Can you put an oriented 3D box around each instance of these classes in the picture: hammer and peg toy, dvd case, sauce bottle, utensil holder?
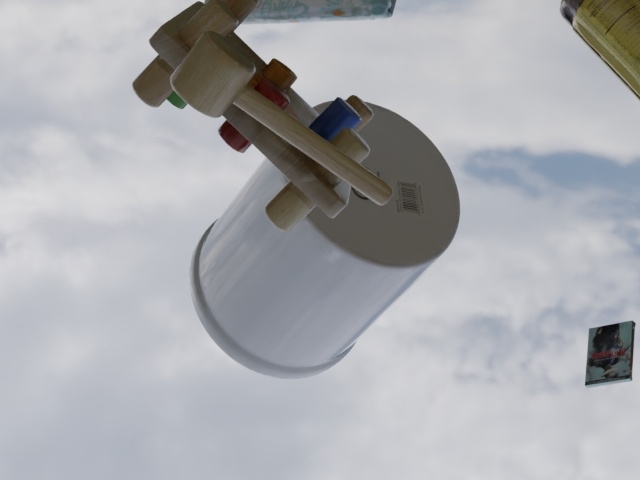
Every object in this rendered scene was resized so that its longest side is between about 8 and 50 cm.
[{"bbox_3d":[-0.062,-0.125,1.292,0.266,0.127,0.361,43,-165,-10],"label":"hammer and peg toy"},{"bbox_3d":[0.510,0.200,2.231,0.087,0.013,0.119,-14,-131,35],"label":"dvd case"},{"bbox_3d":[0.451,-0.216,1.630,0.111,0.111,0.344,-15,-122,-36],"label":"sauce bottle"},{"bbox_3d":[0.000,0.000,2.051,0.328,0.385,0.327,13,-124,-20],"label":"utensil holder"}]

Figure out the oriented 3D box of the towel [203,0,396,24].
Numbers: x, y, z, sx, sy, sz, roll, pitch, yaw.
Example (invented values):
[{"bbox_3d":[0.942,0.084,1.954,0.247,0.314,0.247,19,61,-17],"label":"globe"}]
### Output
[{"bbox_3d":[-0.013,-0.488,2.253,0.320,0.090,0.374,-3,-145,13],"label":"towel"}]
